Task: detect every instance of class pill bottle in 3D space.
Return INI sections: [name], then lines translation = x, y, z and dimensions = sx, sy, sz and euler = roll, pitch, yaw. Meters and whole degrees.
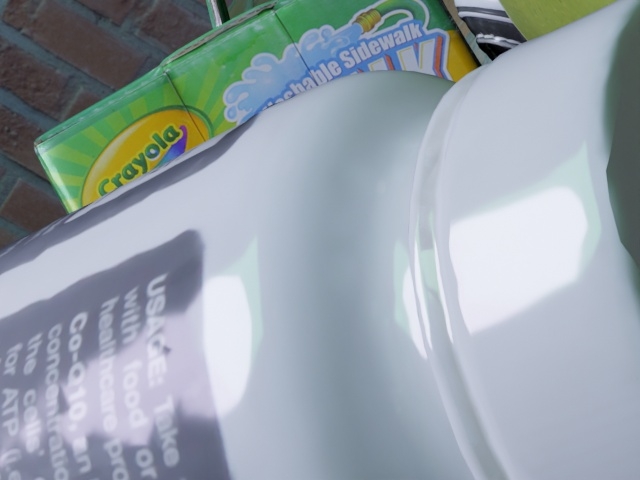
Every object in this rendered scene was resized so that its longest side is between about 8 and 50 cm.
[pill bottle]
translation = -0.012, 0.073, 0.607
dimensions = 0.361, 0.204, 0.204
euler = -25, 34, 36

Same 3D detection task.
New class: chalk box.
[chalk box]
translation = 0.000, 0.000, 0.855
dimensions = 0.179, 0.289, 0.180
euler = -30, -12, -2

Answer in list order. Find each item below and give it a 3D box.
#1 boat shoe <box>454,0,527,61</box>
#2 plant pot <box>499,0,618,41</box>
[boat shoe]
translation = 0.134, -0.044, 0.826
dimensions = 0.078, 0.219, 0.070
euler = 16, 80, 56
[plant pot]
translation = 0.223, -0.107, 0.614
dimensions = 0.274, 0.275, 0.293
euler = -57, 31, 12
